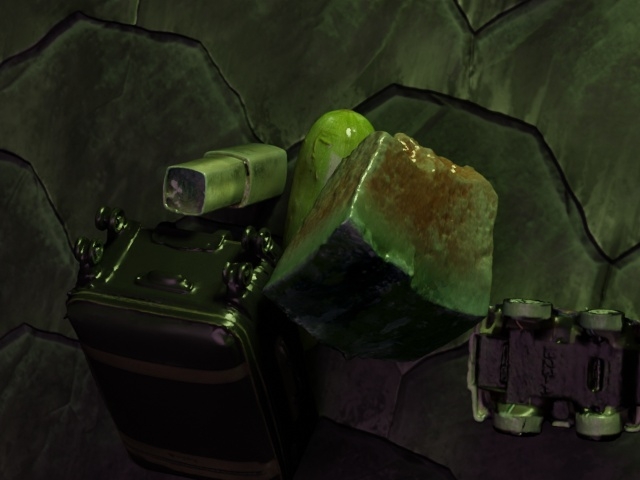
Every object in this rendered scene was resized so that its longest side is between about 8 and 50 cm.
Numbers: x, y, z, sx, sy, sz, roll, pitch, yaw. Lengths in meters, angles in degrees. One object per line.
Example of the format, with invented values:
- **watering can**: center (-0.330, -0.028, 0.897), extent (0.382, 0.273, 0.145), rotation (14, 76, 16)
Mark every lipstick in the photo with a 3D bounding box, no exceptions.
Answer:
- **lipstick**: center (-0.126, -0.082, 1.767), extent (0.079, 0.253, 0.077), rotation (10, 102, 18)

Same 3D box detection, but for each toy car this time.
- **toy car**: center (0.315, 0.156, 1.676), extent (0.235, 0.158, 0.172), rotation (5, 98, 21)

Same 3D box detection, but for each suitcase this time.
- **suitcase**: center (-0.159, 0.164, 1.755), extent (0.283, 0.194, 0.434), rotation (9, 138, 20)

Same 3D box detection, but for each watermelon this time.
- **watermelon**: center (0.096, 0.000, 1.626), extent (0.151, 0.264, 0.302), rotation (4, 69, 55)

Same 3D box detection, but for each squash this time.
- **squash**: center (0.004, 0.002, 1.802), extent (0.118, 0.118, 0.370), rotation (17, 105, 19)
